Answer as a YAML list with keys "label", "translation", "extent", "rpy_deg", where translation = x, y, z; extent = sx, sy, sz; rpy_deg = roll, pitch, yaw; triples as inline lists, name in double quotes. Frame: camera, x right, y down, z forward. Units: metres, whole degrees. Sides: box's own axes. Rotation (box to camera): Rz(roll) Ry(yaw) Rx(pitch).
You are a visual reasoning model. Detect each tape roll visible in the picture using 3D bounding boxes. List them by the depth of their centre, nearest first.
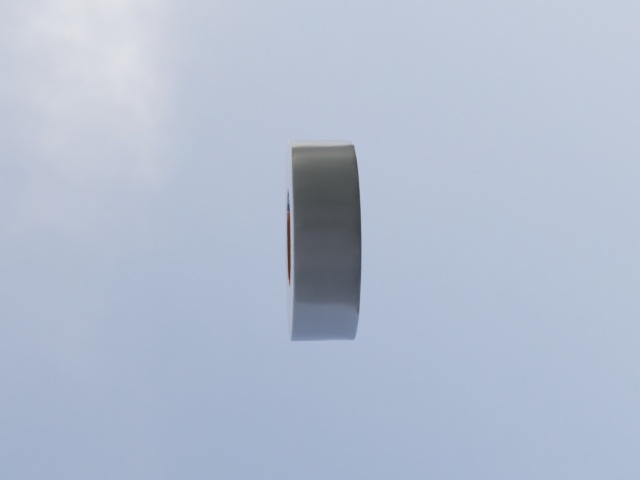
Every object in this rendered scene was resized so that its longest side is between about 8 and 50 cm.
- label: "tape roll"
  translation: [0.000, 0.000, 1.421]
  extent: [0.072, 0.219, 0.219]
  rpy_deg: [0, -125, -4]
